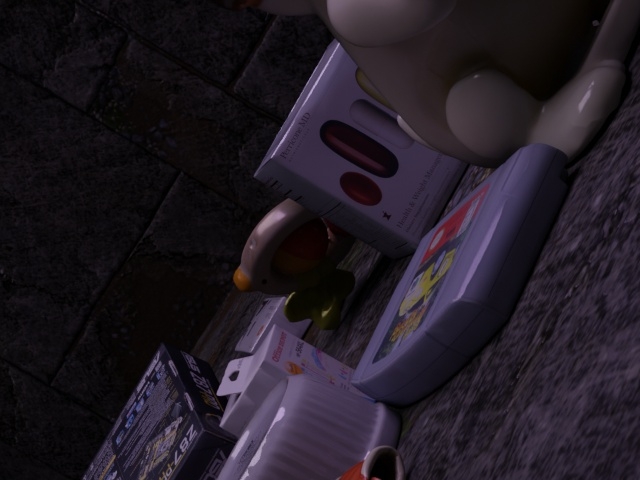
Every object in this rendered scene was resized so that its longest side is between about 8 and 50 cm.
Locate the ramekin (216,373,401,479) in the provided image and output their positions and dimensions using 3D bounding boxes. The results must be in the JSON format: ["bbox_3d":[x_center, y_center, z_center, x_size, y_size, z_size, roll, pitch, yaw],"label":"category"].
[{"bbox_3d":[-0.025,0.220,1.630,0.207,0.109,0.207,-59,6,10],"label":"ramekin"}]

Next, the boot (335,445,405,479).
[{"bbox_3d":[0.023,0.230,1.442,0.084,0.059,0.158,-48,10,38],"label":"boot"}]

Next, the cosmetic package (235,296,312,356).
[{"bbox_3d":[-0.071,0.138,2.667,0.099,0.060,0.239,-61,6,-7],"label":"cosmetic package"}]

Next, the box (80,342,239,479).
[{"bbox_3d":[-0.258,0.375,2.509,0.395,0.097,0.318,-59,21,8],"label":"box"}]

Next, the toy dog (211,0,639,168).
[{"bbox_3d":[0.083,-0.263,1.667,0.285,0.408,0.395,-61,6,-19],"label":"toy dog"}]

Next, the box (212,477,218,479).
[{"bbox_3d":[-0.154,0.403,2.050,0.293,0.057,0.201,-62,7,-20],"label":"box"}]

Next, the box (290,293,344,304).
[{"bbox_3d":[-0.006,0.062,2.384,0.018,0.083,0.067,-55,8,34],"label":"box"}]

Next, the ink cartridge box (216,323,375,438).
[{"bbox_3d":[-0.028,0.159,1.781,0.090,0.143,0.092,-57,6,20],"label":"ink cartridge box"}]

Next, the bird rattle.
[{"bbox_3d":[0.000,0.000,2.235,0.207,0.143,0.253,-5,-36,-46],"label":"bird rattle"}]

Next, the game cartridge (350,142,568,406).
[{"bbox_3d":[0.117,0.045,1.599,0.196,0.060,0.294,-66,8,-25],"label":"game cartridge"}]

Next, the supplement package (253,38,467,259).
[{"bbox_3d":[0.062,-0.114,2.103,0.194,0.203,0.149,-61,6,-10],"label":"supplement package"}]
